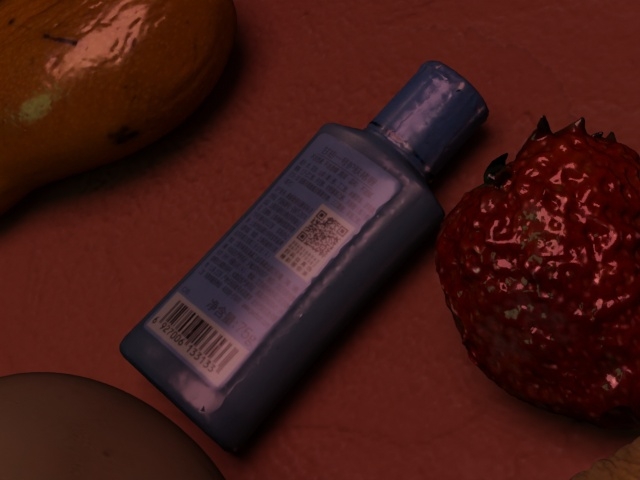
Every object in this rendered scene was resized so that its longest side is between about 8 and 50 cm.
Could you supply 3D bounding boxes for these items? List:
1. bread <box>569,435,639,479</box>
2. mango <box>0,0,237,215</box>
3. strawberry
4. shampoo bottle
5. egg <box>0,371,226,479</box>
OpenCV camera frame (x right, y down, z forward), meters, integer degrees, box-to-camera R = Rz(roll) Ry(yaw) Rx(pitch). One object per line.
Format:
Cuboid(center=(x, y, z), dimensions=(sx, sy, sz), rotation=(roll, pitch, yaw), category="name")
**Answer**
Cuboid(center=(0.223, 0.191, 0.614), dimensions=(0.266, 0.142, 0.178), rotation=(24, 88, 35), category="bread")
Cuboid(center=(-0.175, -0.109, 0.961), dimensions=(0.262, 0.109, 0.157), rotation=(-34, 57, 4), category="mango")
Cuboid(center=(0.126, 0.019, 0.746), dimensions=(0.131, 0.131, 0.148), rotation=(-14, 49, 16), category="strawberry")
Cuboid(center=(0.000, 0.000, 0.848), dimensions=(0.258, 0.061, 0.104), rotation=(-47, 54, -8), category="shampoo bottle")
Cuboid(center=(-0.132, 0.191, 0.695), dimensions=(0.219, 0.219, 0.269), rotation=(-13, 54, 16), category="egg")
